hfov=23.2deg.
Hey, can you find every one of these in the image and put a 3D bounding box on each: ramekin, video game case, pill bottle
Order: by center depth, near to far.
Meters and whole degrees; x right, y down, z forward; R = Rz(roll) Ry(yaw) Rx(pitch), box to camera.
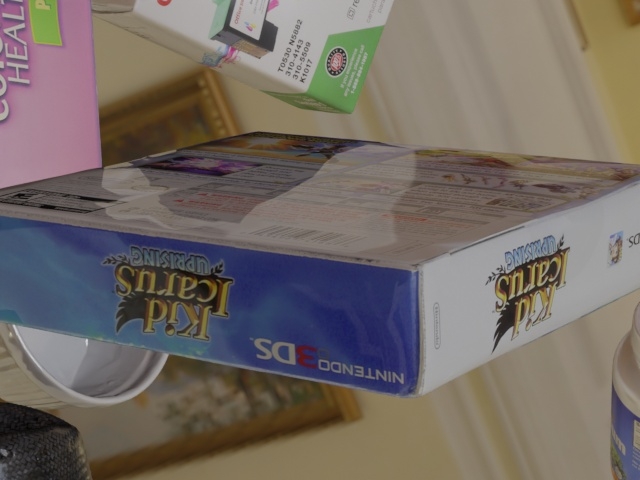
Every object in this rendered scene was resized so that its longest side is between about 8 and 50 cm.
[{"bbox_3d":[0.000,0.000,0.759,0.269,0.061,0.244,8,-164,35],"label":"video game case"},{"bbox_3d":[-0.242,0.057,1.419,0.109,0.207,0.207,-18,-169,38],"label":"ramekin"},{"bbox_3d":[0.402,0.178,1.746,0.152,0.272,0.152,-5,-136,5],"label":"pill bottle"}]

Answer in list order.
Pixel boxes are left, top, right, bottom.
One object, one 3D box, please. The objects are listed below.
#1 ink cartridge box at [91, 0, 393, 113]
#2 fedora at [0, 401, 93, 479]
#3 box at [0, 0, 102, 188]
[{"bbox_3d":[-0.069,-0.273,1.591,0.278,0.201,0.117,22,177,-32],"label":"ink cartridge box"},{"bbox_3d":[-0.292,0.210,1.192,0.334,0.153,0.334,1,-169,0],"label":"fedora"},{"bbox_3d":[-0.244,-0.178,1.150,0.117,0.214,0.243,-7,-156,-15],"label":"box"}]
